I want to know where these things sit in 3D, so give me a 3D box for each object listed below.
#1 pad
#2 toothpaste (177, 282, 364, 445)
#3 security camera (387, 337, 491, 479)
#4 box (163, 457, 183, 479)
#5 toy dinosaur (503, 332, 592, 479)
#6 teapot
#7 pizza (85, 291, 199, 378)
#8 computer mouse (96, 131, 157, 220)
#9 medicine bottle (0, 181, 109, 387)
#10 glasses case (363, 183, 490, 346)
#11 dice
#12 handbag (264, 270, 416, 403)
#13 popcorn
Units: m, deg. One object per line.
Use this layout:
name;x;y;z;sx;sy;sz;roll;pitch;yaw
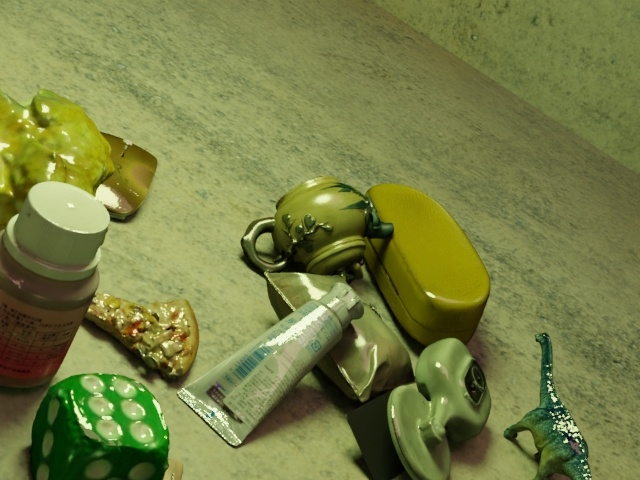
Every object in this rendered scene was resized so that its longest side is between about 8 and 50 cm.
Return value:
pad;0.100;0.282;1.627;0.157;0.003;0.112;-16;80;-54
toothpaste;-0.058;0.166;1.582;0.114;0.073;0.299;41;56;17
security camera;0.183;0.255;1.677;0.157;0.080;0.301;62;26;-8
box;-0.184;0.308;1.309;0.025;0.048;0.115;21;27;-8
toy dinosaur;0.369;0.317;1.746;0.076;0.147;0.363;13;39;-26
teapot;0.000;0.000;1.909;0.269;0.173;0.182;-20;75;-22
pizza;-0.259;0.109;1.571;0.195;0.052;0.185;21;25;-17
computer mouse;-0.343;-0.120;1.874;0.126;0.056;0.245;25;26;-11
medicine bottle;-0.346;0.054;1.358;0.147;0.247;0.147;24;28;-13
glasses case;0.185;0.050;2.011;0.173;0.141;0.371;1;37;-21
dice;-0.253;0.234;1.286;0.131;0.120;0.128;13;31;-33
handbag;0.038;0.143;1.743;0.182;0.117;0.270;6;37;-54
popcorn;-0.407;-0.083;1.563;0.276;0.225;0.276;3;57;-5
